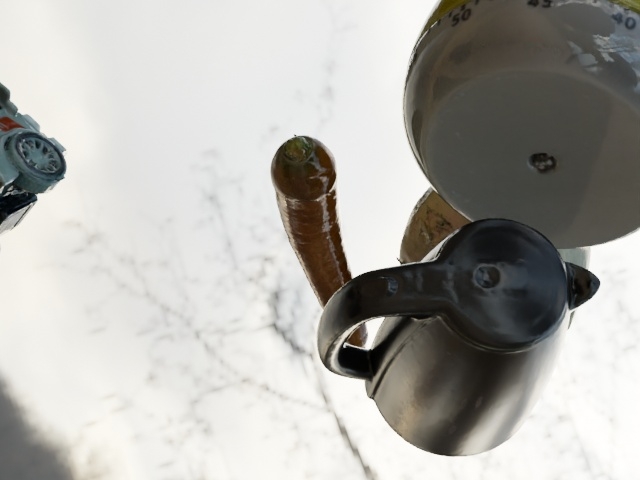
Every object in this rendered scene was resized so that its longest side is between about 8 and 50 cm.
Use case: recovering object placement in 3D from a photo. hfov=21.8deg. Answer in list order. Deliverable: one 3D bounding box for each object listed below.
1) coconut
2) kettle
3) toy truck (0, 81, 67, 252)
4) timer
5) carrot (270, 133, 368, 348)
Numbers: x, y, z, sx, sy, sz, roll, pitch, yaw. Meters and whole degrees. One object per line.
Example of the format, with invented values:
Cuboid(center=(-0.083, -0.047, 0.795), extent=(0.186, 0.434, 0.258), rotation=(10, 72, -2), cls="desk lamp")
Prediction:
Cuboid(center=(0.165, 0.024, 1.539), extent=(0.183, 0.171, 0.171), rotation=(50, -28, 41), cls="coconut")
Cuboid(center=(0.097, 0.065, 1.286), extent=(0.232, 0.202, 0.144), rotation=(102, -11, -66), cls="kettle")
Cuboid(center=(-0.344, -0.035, 1.281), extent=(0.162, 0.305, 0.136), rotation=(47, -57, 4), cls="toy truck")
Cuboid(center=(0.214, -0.157, 1.423), extent=(0.285, 0.285, 0.285), rotation=(164, -90, -74), cls="timer")
Cuboid(center=(0.000, 0.000, 1.507), extent=(0.271, 0.066, 0.062), rotation=(78, 23, -47), cls="carrot")
